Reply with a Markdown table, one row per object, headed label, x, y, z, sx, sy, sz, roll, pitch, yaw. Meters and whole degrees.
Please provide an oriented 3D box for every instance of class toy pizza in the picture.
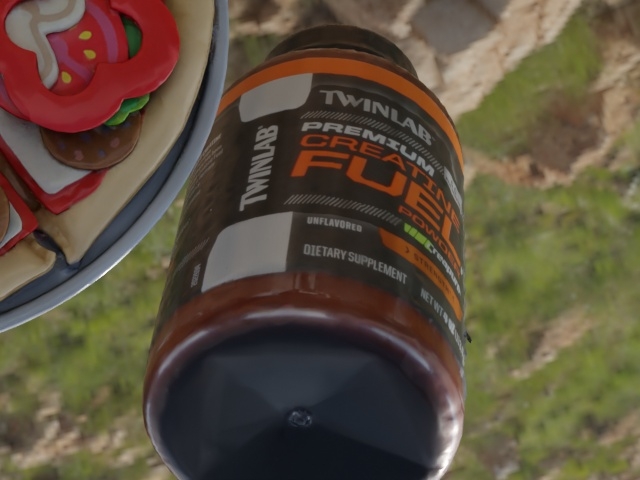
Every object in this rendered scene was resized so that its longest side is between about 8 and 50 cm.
| label | x | y | z | sx | sy | sz | roll | pitch | yaw |
| --- | --- | --- | --- | --- | --- | --- | --- | --- | --- |
| toy pizza | -0.127 | -0.067 | 0.438 | 0.201 | 0.201 | 0.032 | -12 | 166 | -10 |

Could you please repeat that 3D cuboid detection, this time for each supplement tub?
| label | x | y | z | sx | sy | sz | roll | pitch | yaw |
| --- | --- | --- | --- | --- | --- | --- | --- | --- | --- |
| supplement tub | 0.000 | 0.000 | 0.550 | 0.106 | 0.198 | 0.106 | 2 | 129 | 3 |
